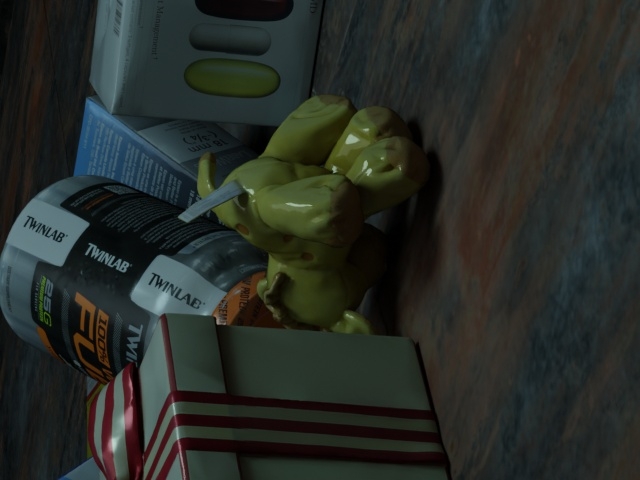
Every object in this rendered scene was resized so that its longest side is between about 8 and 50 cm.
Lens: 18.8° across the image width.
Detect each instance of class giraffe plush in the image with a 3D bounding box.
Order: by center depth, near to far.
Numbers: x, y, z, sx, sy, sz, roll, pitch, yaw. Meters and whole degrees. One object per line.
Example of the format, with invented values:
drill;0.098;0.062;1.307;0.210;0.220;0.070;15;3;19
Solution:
giraffe plush;0.000;0.000;1.658;0.181;0.210;0.170;-121;9;-56

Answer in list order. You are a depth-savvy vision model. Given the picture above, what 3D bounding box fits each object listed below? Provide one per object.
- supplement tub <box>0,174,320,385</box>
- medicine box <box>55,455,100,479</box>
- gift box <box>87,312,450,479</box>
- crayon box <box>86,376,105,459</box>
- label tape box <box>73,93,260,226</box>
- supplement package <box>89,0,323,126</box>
supplement tub;-0.154;0.064;1.897;0.316;0.194;0.193;21;110;41
medicine box;-0.141;0.358;1.825;0.263;0.149;0.289;42;139;18
gift box;-0.059;0.239;1.579;0.255;0.258;0.276;-105;29;-45
crayon box;-0.253;0.233;2.541;0.202;0.081;0.318;133;138;-65
label tape box;-0.131;0.014;2.078;0.334;0.106;0.240;37;128;33
supplement package;-0.116;-0.230;1.970;0.149;0.203;0.194;-129;44;-65
